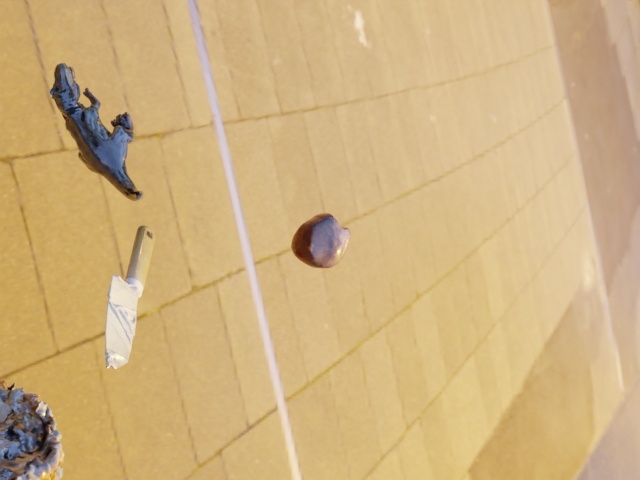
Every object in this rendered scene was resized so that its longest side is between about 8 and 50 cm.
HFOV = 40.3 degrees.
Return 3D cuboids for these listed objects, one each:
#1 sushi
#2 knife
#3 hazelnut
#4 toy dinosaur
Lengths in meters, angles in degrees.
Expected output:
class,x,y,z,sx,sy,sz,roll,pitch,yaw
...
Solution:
class,x,y,z,sx,sy,sz,roll,pitch,yaw
sushi,-0.640,0.359,1.484,0.417,0.417,0.176,-37,146,-59
knife,-0.216,0.056,0.973,0.047,0.017,0.298,53,15,-27
hazelnut,0.000,0.000,1.230,0.086,0.086,0.086,29,56,-56
toy dinosaur,-0.303,-0.126,1.128,0.187,0.087,0.179,48,16,-22
